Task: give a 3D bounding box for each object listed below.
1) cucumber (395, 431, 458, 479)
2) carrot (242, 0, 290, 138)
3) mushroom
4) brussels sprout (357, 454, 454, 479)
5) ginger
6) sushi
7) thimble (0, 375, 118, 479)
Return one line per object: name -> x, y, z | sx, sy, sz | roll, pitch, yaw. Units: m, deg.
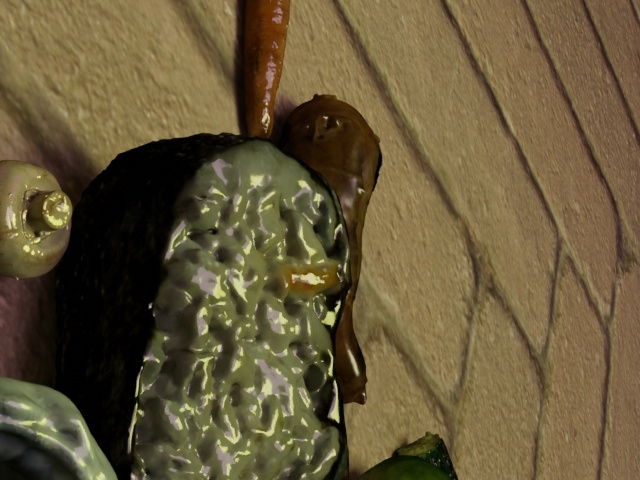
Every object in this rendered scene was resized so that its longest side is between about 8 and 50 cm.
cucumber -> 0.134, 0.292, 1.656 | 0.058, 0.058, 0.187 | -54, 131, -56
carrot -> -0.051, -0.179, 1.444 | 0.047, 0.047, 0.191 | 34, 53, -57
mushroom -> -0.203, -0.015, 1.051 | 0.083, 0.067, 0.084 | 13, 74, -56
brussels sprout -> 0.086, 0.285, 1.492 | 0.155, 0.117, 0.155 | 8, 79, -42
ginger -> -0.001, -0.010, 1.430 | 0.133, 0.107, 0.309 | 83, 11, -60
sushi -> -0.093, 0.094, 1.116 | 0.211, 0.170, 0.350 | 15, 70, -40
thimble -> -0.203, 0.195, 0.816 | 0.205, 0.172, 0.250 | 17, 73, -41
